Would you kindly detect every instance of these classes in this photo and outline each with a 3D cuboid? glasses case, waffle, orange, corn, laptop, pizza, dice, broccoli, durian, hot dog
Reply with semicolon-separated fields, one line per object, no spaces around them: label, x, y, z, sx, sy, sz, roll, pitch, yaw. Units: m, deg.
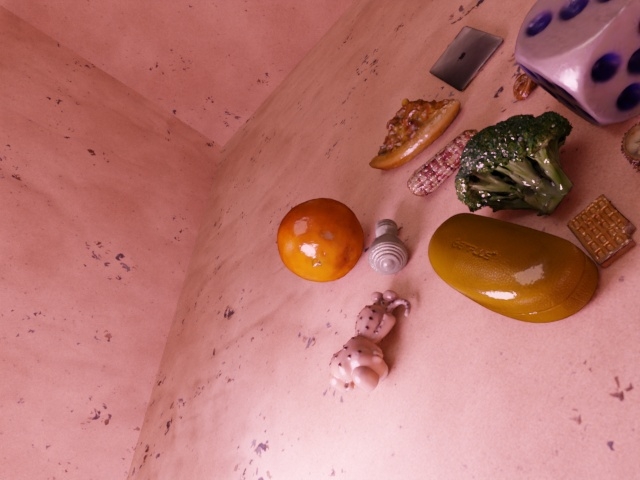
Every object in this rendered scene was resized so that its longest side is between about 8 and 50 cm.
glasses case;0.352;0.047;1.077;0.173;0.141;0.371;-60;26;-1
waffle;0.522;-0.019;0.987;0.092;0.021;0.135;-46;29;23
orange;0.000;0.000;1.601;0.261;0.261;0.261;-41;32;32
corn;0.335;-0.211;1.447;0.237;0.080;0.079;-46;29;24
laptop;0.454;-0.581;1.693;0.187;0.015;0.269;-51;28;16
pizza;0.285;-0.324;1.649;0.257;0.087;0.268;-62;29;-1
dice;0.565;-0.394;1.069;0.251;0.243;0.259;-48;31;19
broccoli;0.414;-0.155;1.130;0.241;0.261;0.269;44;109;23
durian;0.598;-0.158;0.947;0.110;0.071;0.140;-3;47;53
hot dog;0.525;-0.399;1.361;0.083;0.035;0.058;-57;23;3

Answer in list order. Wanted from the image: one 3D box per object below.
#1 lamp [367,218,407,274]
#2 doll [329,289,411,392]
lamp;0.183;0.014;1.458;0.106;0.106;0.193;-42;21;30
doll;0.122;0.246;1.313;0.154;0.119;0.278;-5;48;57
